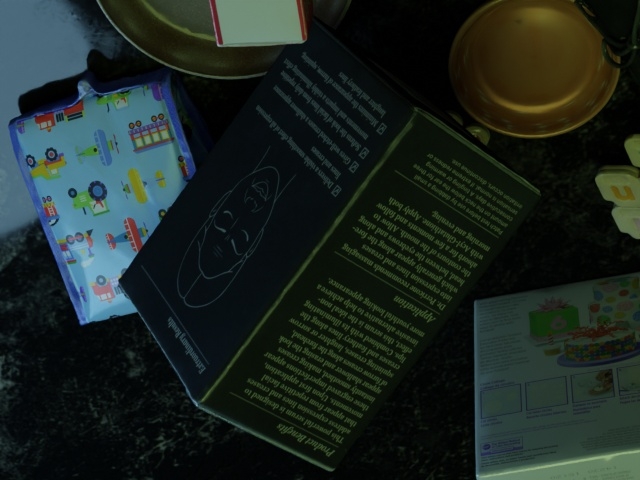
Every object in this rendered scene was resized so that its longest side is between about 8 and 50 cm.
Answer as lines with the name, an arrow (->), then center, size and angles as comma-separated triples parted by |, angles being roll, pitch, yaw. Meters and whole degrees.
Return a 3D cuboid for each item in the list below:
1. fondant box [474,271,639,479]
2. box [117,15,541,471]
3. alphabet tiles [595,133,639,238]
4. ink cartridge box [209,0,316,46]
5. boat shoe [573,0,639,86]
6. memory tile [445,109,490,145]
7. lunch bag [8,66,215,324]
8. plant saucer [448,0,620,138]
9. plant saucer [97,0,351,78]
fondant box -> 0.313, 0.188, 2.214 | 0.238, 0.330, 0.096 | -10, 127, 12
box -> 0.000, 0.000, 2.015 | 0.212, 0.293, 0.395 | 31, 100, -34
alphabet tiles -> 0.477, -0.046, 2.140 | 0.284, 0.021, 0.278 | 1, 146, 30
ink cartridge box -> -0.057, -0.334, 1.860 | 0.100, 0.237, 0.172 | -2, 126, 9
boat shoe -> 0.378, -0.254, 1.961 | 0.500, 0.156, 0.187 | 27, 165, -18
memory tile -> 0.129, -0.102, 2.214 | 0.113, 0.012, 0.148 | 25, 125, -13
lunch bag -> -0.239, -0.069, 2.211 | 0.221, 0.138, 0.293 | -14, 115, 18
plant saucer -> 0.249, -0.211, 2.107 | 0.200, 0.037, 0.200 | 3, 126, 4
plant saucer -> -0.111, -0.327, 2.045 | 0.310, 0.050, 0.310 | 3, 127, 4
